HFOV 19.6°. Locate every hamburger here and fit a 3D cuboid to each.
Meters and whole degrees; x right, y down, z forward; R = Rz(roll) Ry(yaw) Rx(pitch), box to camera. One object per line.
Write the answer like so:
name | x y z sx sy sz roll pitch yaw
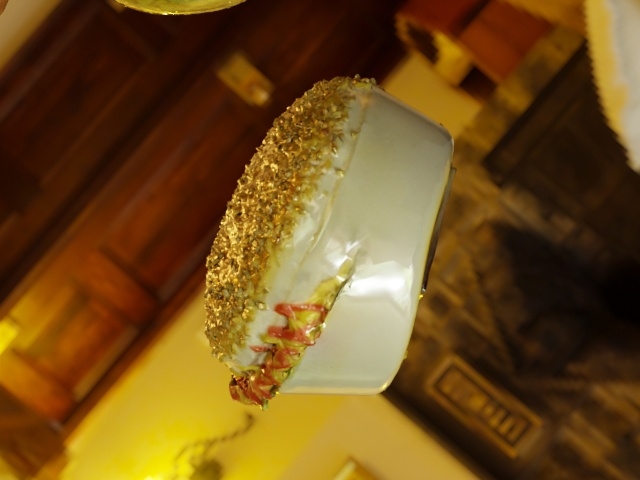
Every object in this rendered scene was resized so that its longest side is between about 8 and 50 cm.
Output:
hamburger | 0.000 0.000 1.580 0.179 0.294 0.276 18 160 -6

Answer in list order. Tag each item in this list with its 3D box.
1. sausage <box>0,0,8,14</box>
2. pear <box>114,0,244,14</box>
sausage | -0.367 -0.284 1.682 0.153 0.141 0.268 -3 -154 -37
pear | -0.124 -0.328 1.567 0.283 0.283 0.283 41 177 3
